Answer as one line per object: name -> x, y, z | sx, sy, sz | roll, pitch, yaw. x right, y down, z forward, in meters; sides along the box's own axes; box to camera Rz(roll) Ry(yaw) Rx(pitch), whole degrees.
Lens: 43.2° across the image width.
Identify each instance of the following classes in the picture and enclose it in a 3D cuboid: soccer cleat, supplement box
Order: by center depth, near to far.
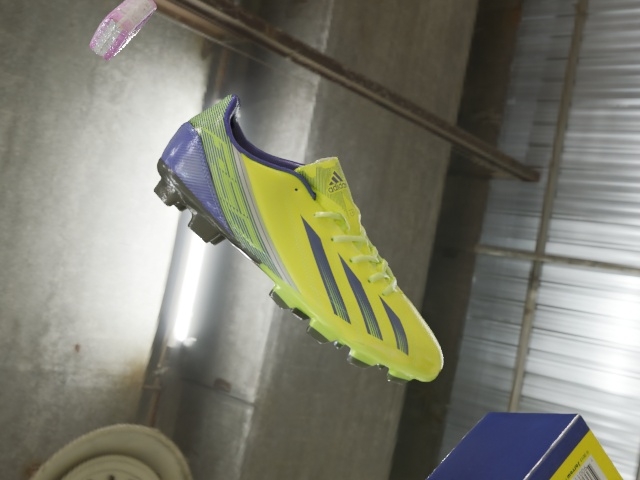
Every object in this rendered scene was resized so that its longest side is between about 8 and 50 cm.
soccer cleat -> 0.000, 0.000, 0.649 | 0.289, 0.093, 0.121 | 41, -91, -1
supplement box -> 0.327, 0.433, 1.103 | 0.195, 0.194, 0.356 | -39, -82, -28

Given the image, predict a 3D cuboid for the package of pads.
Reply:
package of pads -> -0.217, -0.238, 0.891 | 0.032, 0.050, 0.083 | 41, -143, -15
